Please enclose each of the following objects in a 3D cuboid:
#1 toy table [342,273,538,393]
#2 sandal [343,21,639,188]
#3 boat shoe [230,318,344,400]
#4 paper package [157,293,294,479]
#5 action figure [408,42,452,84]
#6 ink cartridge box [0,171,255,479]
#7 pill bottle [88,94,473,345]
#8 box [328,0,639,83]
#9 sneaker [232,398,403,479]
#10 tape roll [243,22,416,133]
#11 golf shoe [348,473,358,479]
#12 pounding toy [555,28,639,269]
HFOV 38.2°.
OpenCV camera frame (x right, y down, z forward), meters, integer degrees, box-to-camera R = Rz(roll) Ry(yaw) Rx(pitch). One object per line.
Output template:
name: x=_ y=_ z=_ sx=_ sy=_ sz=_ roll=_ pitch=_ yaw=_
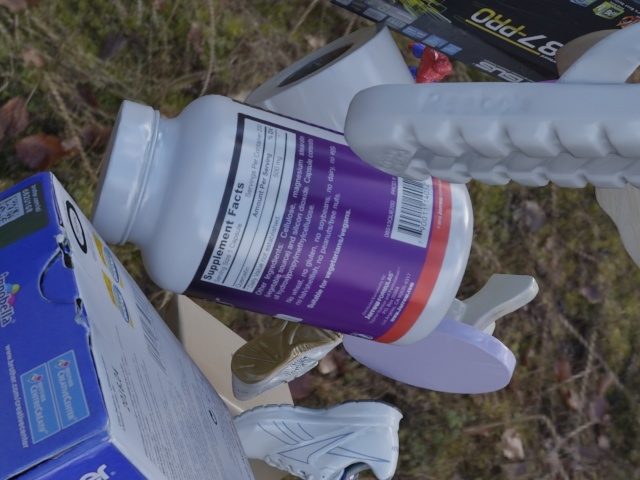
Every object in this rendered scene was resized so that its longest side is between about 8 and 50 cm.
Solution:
toy table: x=0.181 y=0.114 z=1.393 sx=0.161 sy=0.274 sz=0.252 roll=-61 pitch=146 yaw=-29
sandal: x=0.217 y=-0.093 z=0.572 sx=0.416 sy=0.169 sz=0.102 roll=2 pitch=82 yaw=13
boat shoe: x=-0.050 y=0.191 z=1.617 sx=0.277 sy=0.096 sz=0.098 roll=-25 pitch=57 yaw=-36
paper package: x=-0.208 y=0.304 z=1.805 sx=0.325 sy=0.168 sz=0.309 roll=41 pitch=12 yaw=-28
action figure: x=0.222 y=-0.296 z=1.606 sx=0.139 sy=0.280 sz=0.091 roll=15 pitch=101 yaw=-3
ink cartridge box: x=-0.172 y=0.140 z=0.672 sx=0.151 sy=0.395 sz=0.270 roll=-27 pitch=43 yaw=-3
pill bottle: x=-0.038 y=-0.022 z=0.844 sx=0.323 sy=0.181 sz=0.181 roll=15 pitch=65 yaw=-16
box: x=0.250 y=-0.364 z=1.316 sx=0.395 sy=0.318 sz=0.097 roll=20 pitch=74 yaw=-22
sneaker: x=-0.021 y=0.317 z=1.420 sx=0.297 sy=0.111 sz=0.129 roll=-7 pitch=67 yaw=13
tape roll: x=0.029 y=-0.194 z=1.393 sx=0.246 sy=0.246 sz=0.169 roll=-43 pitch=112 yaw=-35
golf shoe: x=0.034 y=0.399 z=1.651 sx=0.086 sy=0.067 sz=0.186 roll=32 pitch=88 yaw=-17
pounding toy: x=0.315 y=-0.082 z=0.763 sx=0.269 sy=0.154 sz=0.155 roll=51 pitch=40 yaw=-33
